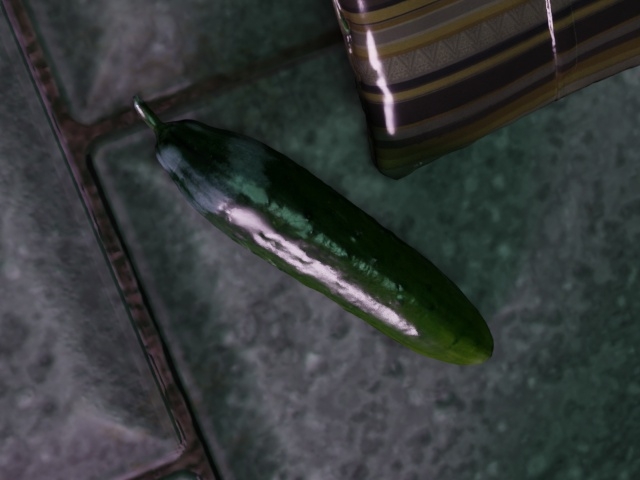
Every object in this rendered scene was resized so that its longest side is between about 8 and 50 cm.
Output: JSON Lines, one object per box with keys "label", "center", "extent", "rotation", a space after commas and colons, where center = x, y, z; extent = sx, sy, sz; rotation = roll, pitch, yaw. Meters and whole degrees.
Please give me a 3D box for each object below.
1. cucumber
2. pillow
{"label": "cucumber", "center": [0.000, 0.000, 0.813], "extent": [0.250, 0.056, 0.056], "rotation": [33, 93, -16]}
{"label": "pillow", "center": [0.101, -0.152, 0.781], "extent": [0.208, 0.052, 0.212], "rotation": [-23, 127, -6]}
